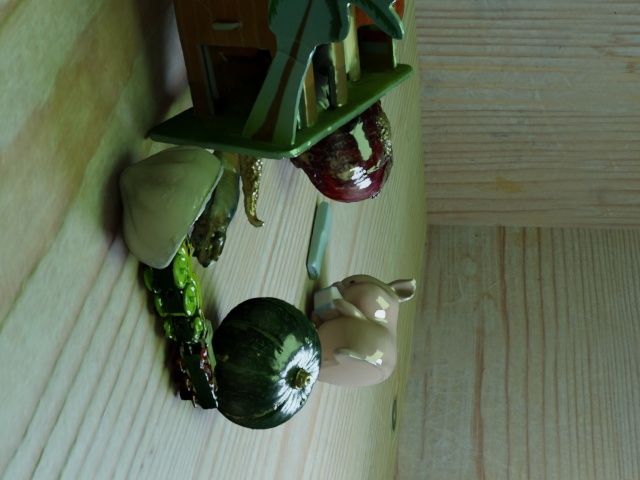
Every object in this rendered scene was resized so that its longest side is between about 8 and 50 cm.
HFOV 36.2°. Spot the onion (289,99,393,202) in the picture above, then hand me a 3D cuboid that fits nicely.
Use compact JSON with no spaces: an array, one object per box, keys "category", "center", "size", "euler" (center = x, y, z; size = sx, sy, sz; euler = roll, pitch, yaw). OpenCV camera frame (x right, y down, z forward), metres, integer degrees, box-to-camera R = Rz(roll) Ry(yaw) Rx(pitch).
[{"category":"onion","center":[0.032,-0.185,1.753],"size":[0.246,0.190,0.246],"euler":[-19,90,-76]}]

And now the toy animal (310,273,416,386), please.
[{"category":"toy animal","center":[0.063,0.179,2.001],"size":[0.213,0.195,0.256],"euler":[36,46,-36]}]

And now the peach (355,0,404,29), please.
[{"category":"peach","center":[0.028,-0.402,1.608],"size":[0.232,0.232,0.256],"euler":[54,56,-71]}]

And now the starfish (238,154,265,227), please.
[{"category":"starfish","center":[-0.097,-0.213,1.371],"size":[0.293,0.084,0.301],"euler":[69,29,-65]}]

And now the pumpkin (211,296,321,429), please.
[{"category":"pumpkin","center":[-0.078,0.169,1.346],"size":[0.190,0.146,0.190],"euler":[21,90,-81]}]

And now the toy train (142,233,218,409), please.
[{"category":"toy train","center":[-0.160,0.102,1.176],"size":[0.085,0.053,0.249],"euler":[-81,167,-49]}]

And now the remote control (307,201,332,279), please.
[{"category":"remote control","center":[0.000,0.000,2.002],"size":[0.061,0.029,0.162],"euler":[72,23,-54]}]

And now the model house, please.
[{"category":"model house","center":[-0.004,-0.282,1.066],"size":[0.300,0.340,0.323],"euler":[-41,132,-46]}]

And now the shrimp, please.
[{"category":"shrimp","center":[-0.126,-0.026,1.177],"size":[0.251,0.052,0.143],"euler":[-79,178,-57]}]

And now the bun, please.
[{"category":"bun","center":[-0.170,-0.045,1.032],"size":[0.138,0.094,0.138],"euler":[-58,-168,19]}]
